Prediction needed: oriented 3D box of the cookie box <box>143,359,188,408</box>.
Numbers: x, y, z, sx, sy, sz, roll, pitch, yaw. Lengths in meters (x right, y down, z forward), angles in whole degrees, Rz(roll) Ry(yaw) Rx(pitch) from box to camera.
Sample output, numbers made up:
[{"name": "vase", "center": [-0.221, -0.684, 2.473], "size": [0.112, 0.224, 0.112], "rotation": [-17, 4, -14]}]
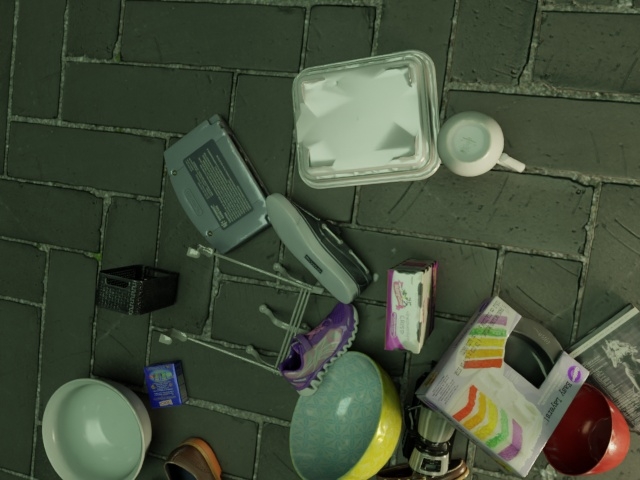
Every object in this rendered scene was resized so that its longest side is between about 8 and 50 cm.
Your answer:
[{"name": "cookie box", "center": [-0.392, 0.365, 1.540], "size": [0.092, 0.040, 0.107], "rotation": [-11, 90, 17]}]

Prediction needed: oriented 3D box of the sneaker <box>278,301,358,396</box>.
[{"name": "sneaker", "center": [-0.009, 0.232, 1.356], "size": [0.105, 0.095, 0.236], "rotation": [34, 90, -28]}]

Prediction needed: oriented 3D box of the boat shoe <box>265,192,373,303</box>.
[{"name": "boat shoe", "center": [0.000, 0.000, 1.368], "size": [0.102, 0.108, 0.301], "rotation": [-39, 82, -29]}]

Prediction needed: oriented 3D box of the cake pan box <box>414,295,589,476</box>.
[{"name": "cake pan box", "center": [0.362, 0.278, 1.194], "size": [0.246, 0.070, 0.267], "rotation": [41, 73, 1]}]

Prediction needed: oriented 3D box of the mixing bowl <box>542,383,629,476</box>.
[{"name": "mixing bowl", "center": [0.539, 0.386, 1.204], "size": [0.098, 0.181, 0.181], "rotation": [23, 102, -19]}]

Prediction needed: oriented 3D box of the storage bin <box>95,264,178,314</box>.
[{"name": "storage bin", "center": [-0.441, 0.117, 1.467], "size": [0.122, 0.180, 0.084], "rotation": [11, 97, 16]}]

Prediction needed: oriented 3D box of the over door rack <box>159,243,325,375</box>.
[{"name": "over door rack", "center": [-0.178, 0.158, 1.412], "size": [0.325, 0.108, 0.239], "rotation": [18, 99, -6]}]

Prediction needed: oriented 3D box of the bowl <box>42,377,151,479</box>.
[{"name": "bowl", "center": [-0.542, 0.478, 1.545], "size": [0.298, 0.134, 0.297], "rotation": [1, 94, 18]}]

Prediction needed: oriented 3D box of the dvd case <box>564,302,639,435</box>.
[{"name": "dvd case", "center": [0.636, 0.261, 1.228], "size": [0.164, 0.018, 0.221], "rotation": [-42, 82, 16]}]

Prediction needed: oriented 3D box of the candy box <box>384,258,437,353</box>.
[{"name": "candy box", "center": [0.189, 0.126, 1.245], "size": [0.071, 0.233, 0.159], "rotation": [3, 94, 17]}]

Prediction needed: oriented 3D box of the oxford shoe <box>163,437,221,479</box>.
[{"name": "oxford shoe", "center": [-0.268, 0.668, 1.471], "size": [0.130, 0.133, 0.363], "rotation": [-37, 83, 15]}]

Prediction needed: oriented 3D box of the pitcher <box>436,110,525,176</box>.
[{"name": "pitcher", "center": [0.322, -0.180, 1.201], "size": [0.178, 0.207, 0.125], "rotation": [22, 100, 13]}]

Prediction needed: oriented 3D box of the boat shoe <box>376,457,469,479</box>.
[{"name": "boat shoe", "center": [0.221, 0.519, 1.343], "size": [0.207, 0.073, 0.073], "rotation": [-26, 87, 17]}]

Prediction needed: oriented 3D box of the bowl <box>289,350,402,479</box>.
[{"name": "bowl", "center": [0.082, 0.404, 1.319], "size": [0.156, 0.289, 0.289], "rotation": [32, 106, -30]}]

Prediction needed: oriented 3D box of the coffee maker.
[{"name": "coffee maker", "center": [0.247, 0.386, 1.301], "size": [0.120, 0.171, 0.178], "rotation": [18, 115, 21]}]

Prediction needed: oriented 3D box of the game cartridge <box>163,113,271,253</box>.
[{"name": "game cartridge", "center": [-0.246, -0.128, 1.460], "size": [0.198, 0.062, 0.297], "rotation": [-33, 84, 20]}]

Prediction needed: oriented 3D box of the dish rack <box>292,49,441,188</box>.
[{"name": "dish rack", "center": [0.090, -0.266, 1.340], "size": [0.333, 0.072, 0.285], "rotation": [-4, 93, 18]}]
